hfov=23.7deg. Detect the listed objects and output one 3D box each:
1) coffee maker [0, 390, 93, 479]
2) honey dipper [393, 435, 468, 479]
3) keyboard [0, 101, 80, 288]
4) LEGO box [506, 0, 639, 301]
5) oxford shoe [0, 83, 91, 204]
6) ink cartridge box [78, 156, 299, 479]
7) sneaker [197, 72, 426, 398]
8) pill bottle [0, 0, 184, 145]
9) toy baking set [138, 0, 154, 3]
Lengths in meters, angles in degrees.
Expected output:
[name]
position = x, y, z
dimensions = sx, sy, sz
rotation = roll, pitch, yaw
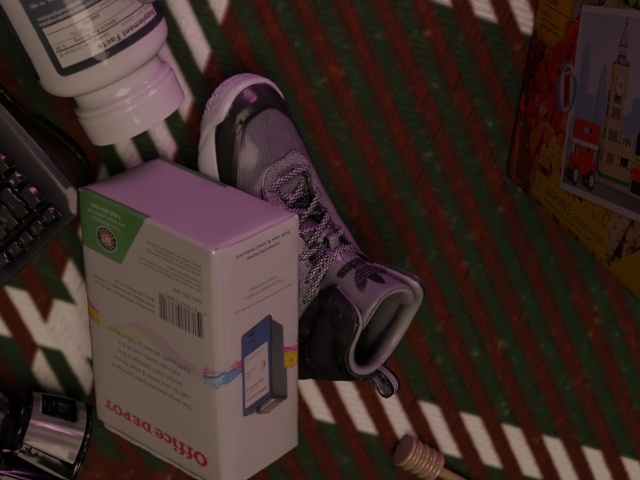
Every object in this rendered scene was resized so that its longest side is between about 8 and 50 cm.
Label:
[coffee maker]
position = -0.294, 0.176, 1.233
dimensions = 0.178, 0.120, 0.171
rotation = 25, 126, -17
[honey dipper]
position = 0.136, 0.223, 1.370
dimensions = 0.160, 0.030, 0.030
rotation = 31, 101, -21
[keyboard]
position = -0.336, -0.084, 1.105
dimensions = 0.317, 0.033, 0.201
rotation = 48, 118, -3
[LEGO box]
position = 0.320, -0.137, 1.027
dimensions = 0.193, 0.500, 0.373
rotation = 4, 108, -13
[oxford shoe]
position = -0.270, -0.087, 1.144
dimensions = 0.227, 0.096, 0.083
rotation = 29, 103, -18
[ink cartridge box]
position = -0.100, 0.063, 1.176
dimensions = 0.093, 0.154, 0.212
rotation = -25, 126, -42
[sneaker]
position = 0.000, 0.000, 1.187
dimensions = 0.101, 0.153, 0.269
rotation = -31, 120, -33
[pill bottle]
position = -0.176, -0.167, 1.127
dimensions = 0.108, 0.108, 0.180
rotation = -26, 112, -2
[toy baking set]
position = -0.076, -0.265, 1.047
dimensions = 0.030, 0.256, 0.197
rotation = 22, 117, 2
